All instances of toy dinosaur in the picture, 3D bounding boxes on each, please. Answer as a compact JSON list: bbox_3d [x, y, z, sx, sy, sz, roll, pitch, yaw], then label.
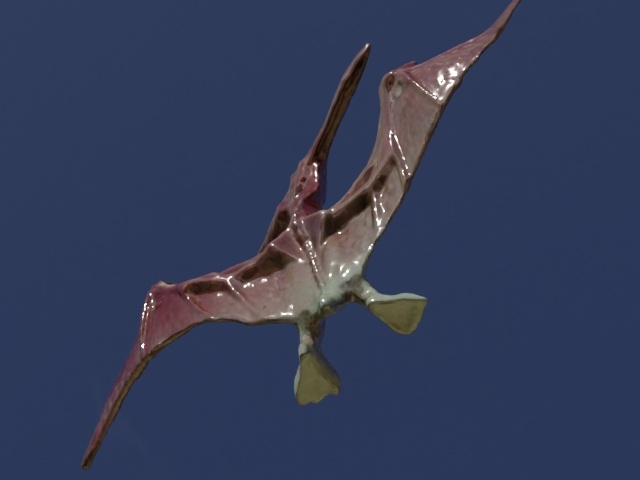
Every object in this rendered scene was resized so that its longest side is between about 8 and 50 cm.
[{"bbox_3d":[-0.001,-0.001,0.575,0.220,0.108,0.032,-43,-61,10],"label":"toy dinosaur"}]
